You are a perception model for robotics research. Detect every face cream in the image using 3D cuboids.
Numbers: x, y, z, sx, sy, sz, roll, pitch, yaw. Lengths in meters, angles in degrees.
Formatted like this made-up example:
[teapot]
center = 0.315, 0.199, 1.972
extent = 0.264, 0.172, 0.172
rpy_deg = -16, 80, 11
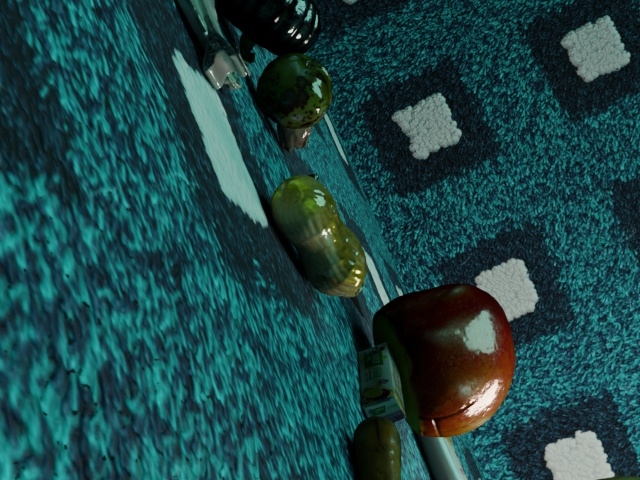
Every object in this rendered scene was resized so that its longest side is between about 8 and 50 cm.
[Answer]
[face cream]
center = 0.215, 0.381, 1.689
extent = 0.084, 0.057, 0.198
rpy_deg = 54, 15, -65

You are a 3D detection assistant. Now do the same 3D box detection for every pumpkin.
[pumpkin]
center = -0.087, -0.388, 1.553
extent = 0.194, 0.150, 0.194
rpy_deg = 48, -16, 19

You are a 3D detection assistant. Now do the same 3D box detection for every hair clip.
[hair clip]
center = -0.144, -0.283, 1.209
extent = 0.140, 0.054, 0.220
rpy_deg = 50, 14, -52

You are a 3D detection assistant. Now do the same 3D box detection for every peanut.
[peanut]
center = 0.000, 0.000, 1.207
extent = 0.207, 0.087, 0.087
rpy_deg = 58, 11, -39

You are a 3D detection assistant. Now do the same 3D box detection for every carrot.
[carrot]
center = 0.063, 0.254, 0.988
extent = 0.161, 0.055, 0.055
rpy_deg = -89, 156, -57

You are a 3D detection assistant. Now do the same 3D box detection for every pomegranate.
[pomegranate]
center = -0.033, -0.229, 1.538
extent = 0.138, 0.125, 0.163
rpy_deg = -98, 164, -56

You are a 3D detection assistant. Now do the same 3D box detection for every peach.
[peach]
center = 0.195, 0.179, 1.494
extent = 0.248, 0.245, 0.275
rpy_deg = 42, -6, 16

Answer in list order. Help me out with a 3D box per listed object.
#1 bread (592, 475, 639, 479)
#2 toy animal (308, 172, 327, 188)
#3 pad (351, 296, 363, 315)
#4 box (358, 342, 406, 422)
[bread]
center = 0.398, 0.518, 1.290
extent = 0.253, 0.375, 0.348
rpy_deg = 43, 26, -71
[toy animal]
center = -0.006, -0.058, 1.524
extent = 0.136, 0.047, 0.065
rpy_deg = 53, 20, -68
[pad]
center = 0.038, 0.039, 1.697
extent = 0.116, 0.004, 0.193
rpy_deg = 57, 12, -53
[box]
center = 0.085, 0.201, 1.318
extent = 0.207, 0.049, 0.041
rpy_deg = -85, 152, -76
